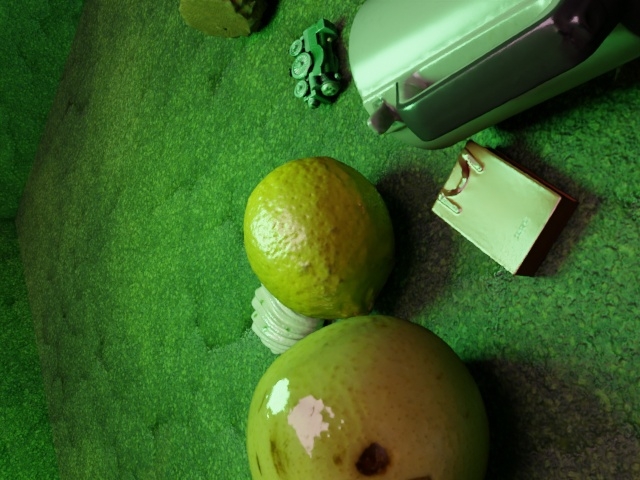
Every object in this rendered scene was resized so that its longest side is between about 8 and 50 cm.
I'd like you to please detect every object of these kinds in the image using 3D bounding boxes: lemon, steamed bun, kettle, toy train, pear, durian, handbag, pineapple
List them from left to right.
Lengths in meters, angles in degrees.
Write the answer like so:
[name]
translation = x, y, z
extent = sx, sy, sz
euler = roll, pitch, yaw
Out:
[pineapple]
translation = -0.209, -0.685, 1.619
extent = 0.223, 0.223, 0.356
euler = -3, 72, 53
[steamed bun]
translation = -0.073, 0.143, 1.319
extent = 0.183, 0.106, 0.182
euler = -19, 66, 50
[toy train]
translation = -0.006, -0.358, 1.374
extent = 0.105, 0.071, 0.178
euler = -25, 61, 36
[lemon]
translation = 0.000, 0.000, 1.139
extent = 0.253, 0.254, 0.310
euler = -42, 68, 40
[pear]
translation = 0.066, 0.273, 0.923
extent = 0.348, 0.349, 0.347
euler = -16, 70, 51
[kettle]
translation = 0.211, -0.251, 0.817
extent = 0.361, 0.250, 0.377
euler = -46, 16, -30
[handbag]
translation = 0.257, -0.051, 0.965
extent = 0.190, 0.063, 0.127
euler = 47, 120, 44
[durian]
translation = 0.414, -0.247, 0.831
extent = 0.130, 0.052, 0.066
euler = -63, 2, 17
